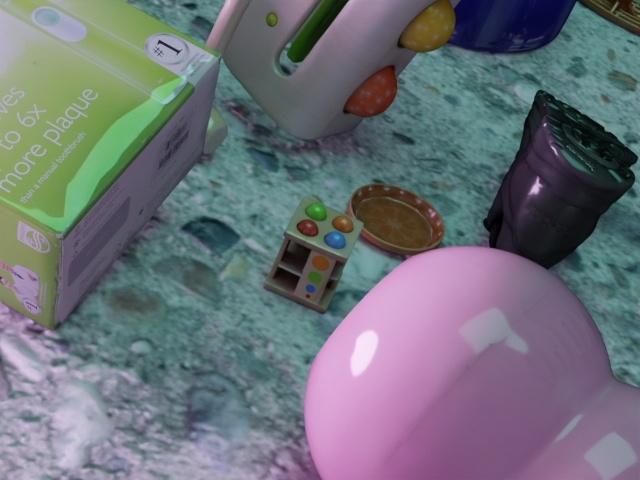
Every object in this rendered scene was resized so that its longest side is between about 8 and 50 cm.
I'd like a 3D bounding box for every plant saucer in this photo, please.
[{"bbox_3d":[0.062,-0.016,1.392,0.084,0.013,0.083,14,37,-11],"label":"plant saucer"}]

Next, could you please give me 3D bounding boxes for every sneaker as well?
[{"bbox_3d":[0.191,-0.045,1.422,0.109,0.130,0.286,35,15,6],"label":"sneaker"}]

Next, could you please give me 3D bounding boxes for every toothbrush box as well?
[{"bbox_3d":[-0.247,-0.101,1.212,0.283,0.122,0.206,29,53,11],"label":"toothbrush box"}]

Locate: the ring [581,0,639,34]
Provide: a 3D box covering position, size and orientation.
[{"bbox_3d":[0.391,-0.317,1.927,0.337,0.032,0.336,15,38,-12],"label":"ring"}]

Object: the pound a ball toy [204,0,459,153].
[{"bbox_3d":[0.024,-0.188,1.378,0.135,0.319,0.208,48,30,14],"label":"pound a ball toy"}]

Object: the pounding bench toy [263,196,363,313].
[{"bbox_3d":[0.000,0.000,1.297,0.052,0.065,0.083,24,36,2],"label":"pounding bench toy"}]

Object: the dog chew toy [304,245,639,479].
[{"bbox_3d":[0.149,0.158,1.076,0.332,0.206,0.207,42,40,13],"label":"dog chew toy"}]

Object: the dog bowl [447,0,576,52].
[{"bbox_3d":[0.148,-0.309,1.728,0.265,0.104,0.265,14,37,-11],"label":"dog bowl"}]
